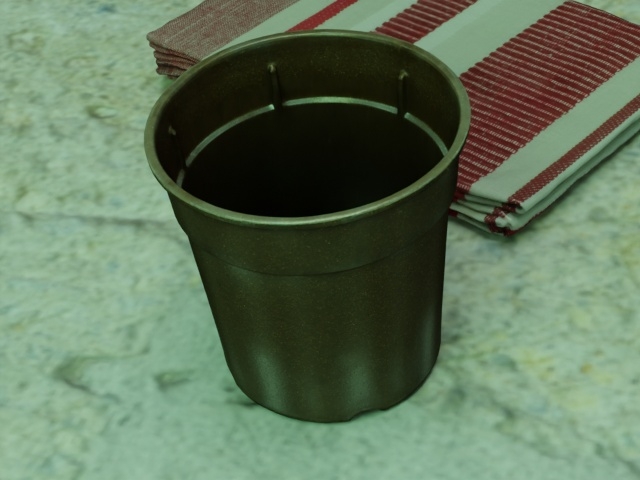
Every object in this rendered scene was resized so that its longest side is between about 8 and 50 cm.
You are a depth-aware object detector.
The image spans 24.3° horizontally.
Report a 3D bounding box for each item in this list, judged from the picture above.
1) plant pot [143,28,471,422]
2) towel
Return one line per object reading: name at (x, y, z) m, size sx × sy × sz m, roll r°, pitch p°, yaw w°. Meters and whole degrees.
plant pot at (0.000, 0.000, 0.803) m, size 0.167 × 0.165 × 0.167 m, roll -4°, pitch 40°, yaw 3°
towel at (0.072, -0.128, 1.045) m, size 0.329 × 0.037 × 0.237 m, roll 28°, pitch 49°, yaw 32°
